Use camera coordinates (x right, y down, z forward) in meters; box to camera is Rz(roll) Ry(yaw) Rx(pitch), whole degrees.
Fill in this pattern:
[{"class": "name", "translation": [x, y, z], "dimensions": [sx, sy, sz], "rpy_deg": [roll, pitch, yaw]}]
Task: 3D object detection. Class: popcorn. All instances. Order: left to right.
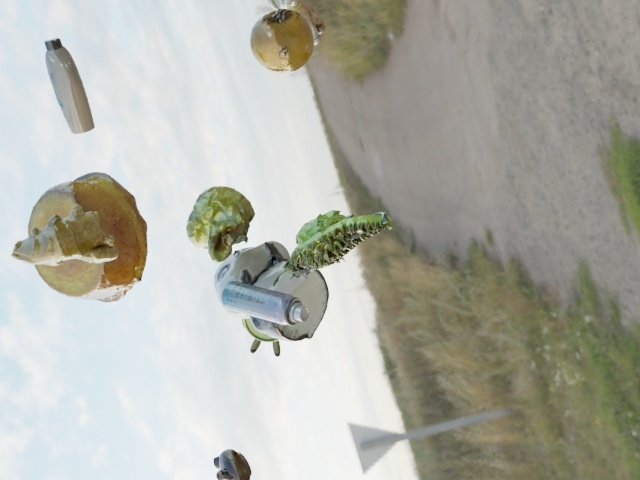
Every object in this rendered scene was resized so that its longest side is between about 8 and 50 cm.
[{"class": "popcorn", "translation": [-0.261, -0.037, 2.092], "dimensions": [0.213, 0.197, 0.198], "rpy_deg": [-109, -1, -47]}]

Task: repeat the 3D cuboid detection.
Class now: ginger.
[{"class": "ginger", "translation": [-0.501, -0.003, 1.554], "dimensions": [0.115, 0.205, 0.081], "rpy_deg": [111, 147, -45]}]

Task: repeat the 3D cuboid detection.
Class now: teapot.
[{"class": "teapot", "translation": [-0.225, 0.568, 1.953], "dimensions": [0.129, 0.078, 0.098], "rpy_deg": [15, 121, 56]}]

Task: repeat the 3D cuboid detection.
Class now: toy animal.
[{"class": "toy animal", "translation": [-0.151, 0.136, 2.177], "dimensions": [0.310, 0.251, 0.251], "rpy_deg": [24, 145, 44]}, {"class": "toy animal", "translation": [-0.068, -0.623, 2.092], "dimensions": [0.185, 0.104, 0.184], "rpy_deg": [48, -151, -31]}]

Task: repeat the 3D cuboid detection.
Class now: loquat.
[{"class": "loquat", "translation": [-0.081, -0.415, 1.653], "dimensions": [0.141, 0.141, 0.141], "rpy_deg": [-18, -90, -87]}]

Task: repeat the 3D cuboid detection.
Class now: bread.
[{"class": "bread", "translation": [-0.546, -0.002, 1.847], "dimensions": [0.172, 0.312, 0.312], "rpy_deg": [-13, -95, -56]}]

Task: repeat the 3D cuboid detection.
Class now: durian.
[{"class": "durian", "translation": [0.004, 0.006, 1.719], "dimensions": [0.106, 0.375, 0.132], "rpy_deg": [37, -133, -27]}]

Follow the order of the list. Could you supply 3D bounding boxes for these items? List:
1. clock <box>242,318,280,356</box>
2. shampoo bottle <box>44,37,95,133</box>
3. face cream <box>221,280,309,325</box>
[{"class": "clock", "translation": [-0.158, 0.241, 2.387], "dimensions": [0.069, 0.170, 0.232], "rpy_deg": [-76, -9, -65]}, {"class": "shampoo bottle", "translation": [-0.680, -0.418, 2.124], "dimensions": [0.127, 0.078, 0.257], "rpy_deg": [29, 136, 52]}, {"class": "face cream", "translation": [-0.130, 0.154, 1.903], "dimensions": [0.075, 0.229, 0.075], "rpy_deg": [-23, -62, -52]}]
